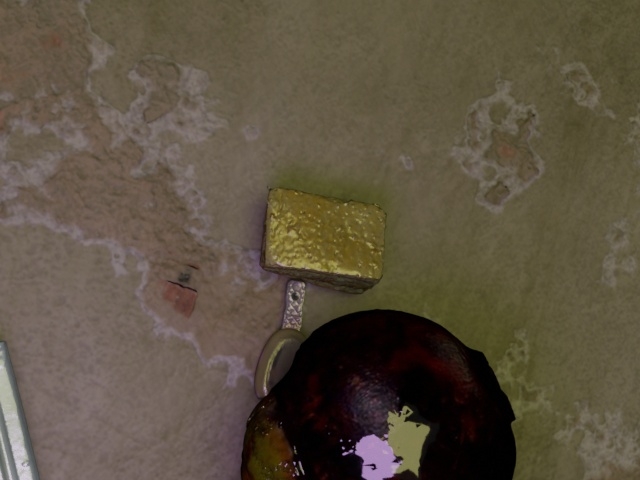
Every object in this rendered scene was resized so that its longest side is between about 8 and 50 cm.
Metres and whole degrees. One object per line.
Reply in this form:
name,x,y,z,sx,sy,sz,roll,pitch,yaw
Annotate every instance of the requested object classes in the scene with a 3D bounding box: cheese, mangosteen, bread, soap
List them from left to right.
soap,-0.484,0.286,1.750,0.160,0.087,0.265,-14,85,-18
cheese,-0.048,0.155,1.938,0.097,0.037,0.192,10,76,-18
bread,0.000,0.000,1.941,0.196,0.102,0.138,9,66,-14
mangosteen,0.082,0.313,1.777,0.381,0.381,0.421,33,84,-9
